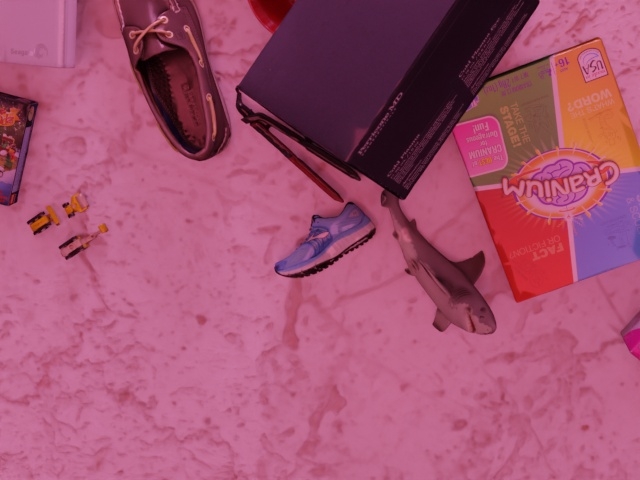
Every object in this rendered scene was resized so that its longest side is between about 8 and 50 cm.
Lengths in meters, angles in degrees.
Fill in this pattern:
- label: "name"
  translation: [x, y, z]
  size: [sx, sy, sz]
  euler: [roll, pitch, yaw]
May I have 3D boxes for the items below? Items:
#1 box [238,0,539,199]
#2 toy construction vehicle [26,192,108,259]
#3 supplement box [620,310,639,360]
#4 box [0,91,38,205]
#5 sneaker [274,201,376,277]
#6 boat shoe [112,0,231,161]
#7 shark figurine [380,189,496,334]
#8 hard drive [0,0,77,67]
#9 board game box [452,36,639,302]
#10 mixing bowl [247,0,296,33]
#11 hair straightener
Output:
- label: "box"
  translation: [0.102, -0.259, 1.716]
  size: [0.179, 0.312, 0.343]
  euler: [35, 93, 17]
- label: "toy construction vehicle"
  translation: [-0.379, -0.021, 1.993]
  size: [0.098, 0.035, 0.086]
  euler: [-35, 84, 8]
- label: "supplement box"
  translation: [0.544, 0.097, 1.878]
  size: [0.114, 0.111, 0.220]
  euler: [40, 102, -3]
- label: "box"
  translation: [-0.554, -0.159, 1.976]
  size: [0.233, 0.044, 0.159]
  euler: [15, 102, 3]
- label: "sneaker"
  translation: [0.000, 0.000, 1.951]
  size: [0.162, 0.063, 0.073]
  euler: [-31, 78, 6]
- label: "boat shoe"
  translation: [-0.221, -0.267, 1.895]
  size: [0.117, 0.097, 0.324]
  euler: [-20, 98, 9]
- label: "shark figurine"
  translation: [0.180, 0.020, 1.925]
  size: [0.116, 0.166, 0.278]
  euler: [-30, 78, -15]
- label: "hard drive"
  translation: [-0.436, -0.408, 1.889]
  size: [0.203, 0.040, 0.307]
  euler: [9, 101, 26]
- label: "board game box"
  translation: [0.337, -0.099, 1.887]
  size: [0.242, 0.064, 0.316]
  euler: [-21, 98, 9]
- label: "mixing bowl"
  translation: [-0.012, -0.367, 1.855]
  size: [0.181, 0.098, 0.181]
  euler: [1, 101, 5]
- label: "hair straightener"
  translation: [-0.029, -0.159, 1.930]
  size: [0.230, 0.047, 0.089]
  euler: [41, 94, 3]
